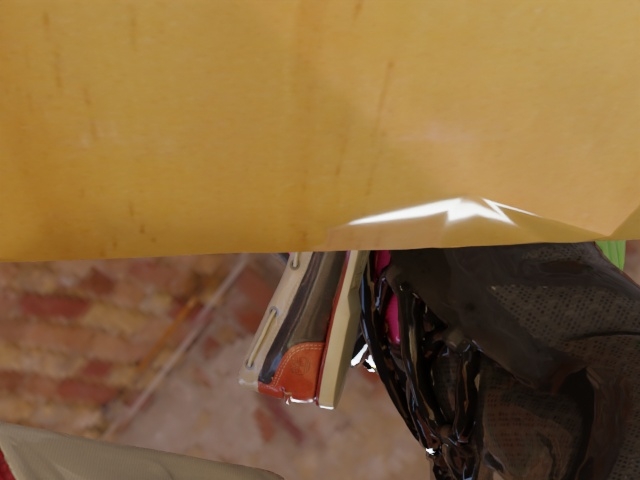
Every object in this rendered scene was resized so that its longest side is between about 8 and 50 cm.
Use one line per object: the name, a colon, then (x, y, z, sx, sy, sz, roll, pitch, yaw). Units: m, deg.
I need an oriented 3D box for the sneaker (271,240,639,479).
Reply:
sneaker: (0.060, 0.037, 0.805, 0.202, 0.185, 0.483, 25, -159, -20)

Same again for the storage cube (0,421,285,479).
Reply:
storage cube: (-0.081, 0.201, 0.612, 0.215, 0.193, 0.183, 21, -152, -55)

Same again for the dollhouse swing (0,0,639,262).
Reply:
dollhouse swing: (-0.002, -0.173, 0.304, 0.347, 0.315, 0.305, -3, 172, -1)

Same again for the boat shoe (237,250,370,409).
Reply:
boat shoe: (0.000, 0.000, 0.706, 0.043, 0.137, 0.049, 12, -179, 11)
